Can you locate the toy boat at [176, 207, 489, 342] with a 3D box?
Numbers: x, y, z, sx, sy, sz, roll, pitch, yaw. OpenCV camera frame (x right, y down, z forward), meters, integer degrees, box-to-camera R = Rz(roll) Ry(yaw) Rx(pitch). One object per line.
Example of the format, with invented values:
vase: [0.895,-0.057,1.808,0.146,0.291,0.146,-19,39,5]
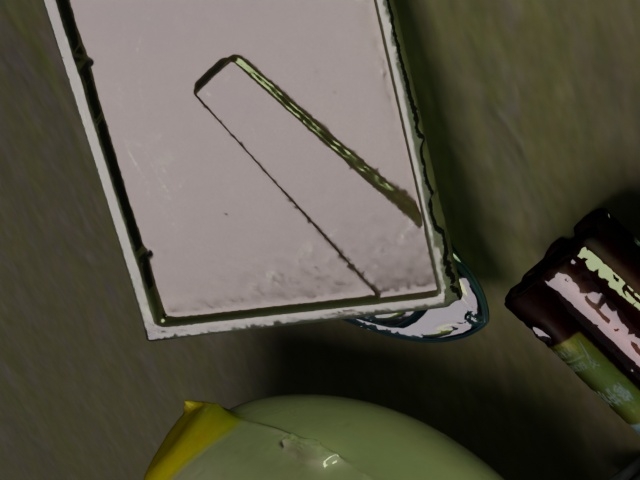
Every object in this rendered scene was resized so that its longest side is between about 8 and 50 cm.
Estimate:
toy boat: [0.000,0.000,1.120,0.246,0.103,0.093,26,118,9]

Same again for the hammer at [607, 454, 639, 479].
hammer: [0.274,0.216,1.104,0.226,0.159,0.041,3,135,13]

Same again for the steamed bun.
steamed bun: [0.015,0.278,1.219,0.374,0.334,0.334,18,140,38]

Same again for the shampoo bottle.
shampoo bottle: [0.252,0.121,1.010,0.323,0.084,0.129,45,169,0]

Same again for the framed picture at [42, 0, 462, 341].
framed picture: [-0.045,-0.074,1.035,0.213,0.016,0.289,-8,116,15]
